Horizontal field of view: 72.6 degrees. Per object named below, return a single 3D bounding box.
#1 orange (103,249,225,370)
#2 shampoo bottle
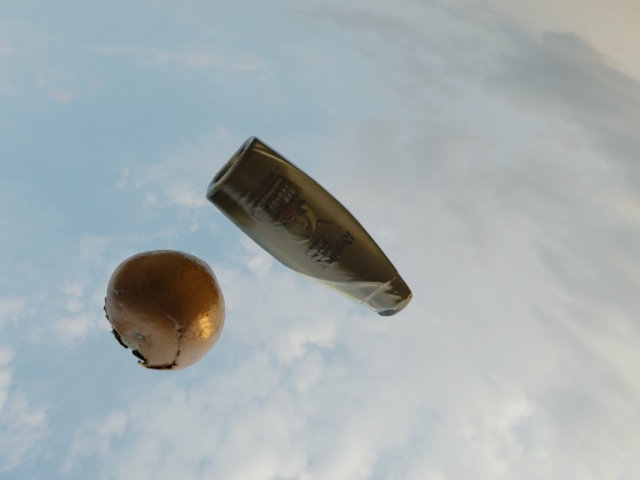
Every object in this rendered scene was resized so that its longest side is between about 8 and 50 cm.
[{"bbox_3d":[-0.191,0.084,0.552,0.156,0.157,0.134,32,-147,11],"label":"orange"},{"bbox_3d":[0.000,0.000,0.654,0.350,0.125,0.084,41,-168,-23],"label":"shampoo bottle"}]
